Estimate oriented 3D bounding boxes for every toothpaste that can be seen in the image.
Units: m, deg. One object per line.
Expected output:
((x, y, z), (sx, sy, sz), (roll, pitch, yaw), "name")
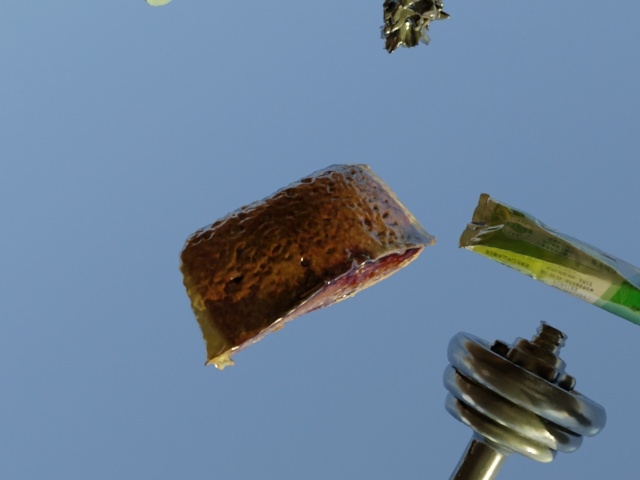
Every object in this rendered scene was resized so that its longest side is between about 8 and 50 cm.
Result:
((0.243, 0.029, 1.114), (0.247, 0.047, 0.078), (23, -133, 6), "toothpaste")

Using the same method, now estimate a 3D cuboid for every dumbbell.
((0.139, 0.265, 1.291), (0.179, 0.179, 0.406), (30, -86, 26), "dumbbell")

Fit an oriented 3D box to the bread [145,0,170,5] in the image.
((-0.012, -0.264, 0.836), (0.301, 0.301, 0.045), (-42, -86, -15), "bread")

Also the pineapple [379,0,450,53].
((0.149, -0.439, 1.842), (0.201, 0.362, 0.202), (11, -140, -9), "pineapple")

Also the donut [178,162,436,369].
((0.000, 0.000, 1.060), (0.151, 0.295, 0.112), (-34, -93, 25), "donut")
